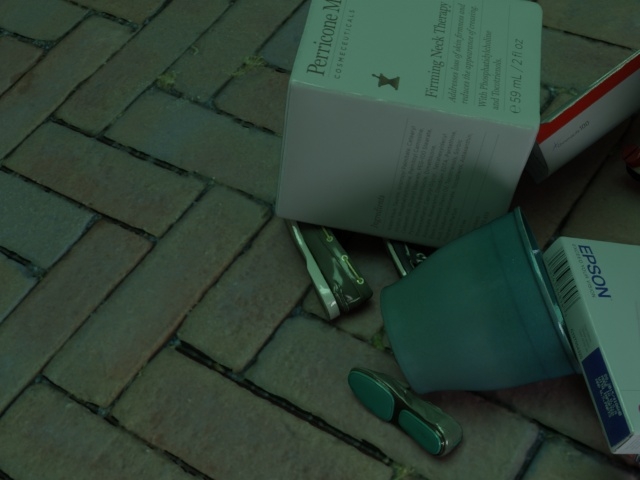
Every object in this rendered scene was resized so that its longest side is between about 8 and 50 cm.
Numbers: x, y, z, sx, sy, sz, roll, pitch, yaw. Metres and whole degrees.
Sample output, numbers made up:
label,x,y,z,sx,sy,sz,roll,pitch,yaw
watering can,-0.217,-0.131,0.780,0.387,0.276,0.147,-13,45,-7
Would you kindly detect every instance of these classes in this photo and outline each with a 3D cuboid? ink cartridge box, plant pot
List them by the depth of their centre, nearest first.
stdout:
label,x,y,z,sx,sy,sz,roll,pitch,yaw
ink cartridge box,0.516,0.151,1.389,0.330,0.071,0.324,4,51,-21
plant pot,0.240,0.119,1.489,0.255,0.272,0.272,-22,49,14
ink cartridge box,0.489,-0.232,1.589,0.308,0.385,0.091,-37,88,2

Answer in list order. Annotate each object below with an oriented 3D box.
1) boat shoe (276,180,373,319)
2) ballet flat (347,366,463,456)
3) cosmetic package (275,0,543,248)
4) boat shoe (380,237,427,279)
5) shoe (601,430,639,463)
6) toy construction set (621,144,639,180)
label,x,y,z,sx,sy,sz,roll,pitch,yaw
boat shoe,0.001,0.002,1.728,0.091,0.109,0.305,-22,57,-4
ballet flat,0.136,0.265,1.521,0.068,0.072,0.213,-22,45,-40
cosmetic package,0.149,-0.221,1.652,0.393,0.327,0.329,11,50,1
boat shoe,0.159,0.030,1.685,0.065,0.075,0.206,-24,46,-1
shoe,0.503,0.249,1.432,0.081,0.063,0.178,35,71,30
toy construction set,0.653,-0.131,1.559,0.257,0.309,0.237,-20,55,7
